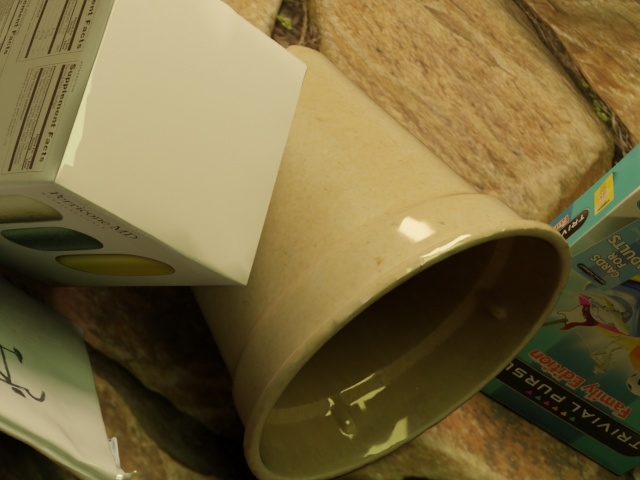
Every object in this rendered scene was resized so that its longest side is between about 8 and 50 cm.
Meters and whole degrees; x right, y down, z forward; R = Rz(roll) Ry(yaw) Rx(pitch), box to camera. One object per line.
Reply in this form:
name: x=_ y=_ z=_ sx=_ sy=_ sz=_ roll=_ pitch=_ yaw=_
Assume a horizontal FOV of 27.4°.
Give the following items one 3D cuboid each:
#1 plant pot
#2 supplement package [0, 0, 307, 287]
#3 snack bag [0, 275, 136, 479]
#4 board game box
plant pot: x=0.000 y=0.000 z=1.191 sx=0.334 sy=0.334 sz=0.305 roll=-10 pitch=53 yaw=-41
supplement package: x=-0.189 y=-0.086 z=1.052 sx=0.199 sy=0.263 sz=0.198 roll=31 pitch=66 yaw=-42
snack bag: x=-0.303 y=0.045 z=0.970 sx=0.342 sy=0.037 sz=0.323 roll=34 pitch=5 yaw=-22
board game box: x=0.314 y=0.080 z=1.313 sx=0.254 sy=0.336 sz=0.079 roll=32 pitch=43 yaw=-11
